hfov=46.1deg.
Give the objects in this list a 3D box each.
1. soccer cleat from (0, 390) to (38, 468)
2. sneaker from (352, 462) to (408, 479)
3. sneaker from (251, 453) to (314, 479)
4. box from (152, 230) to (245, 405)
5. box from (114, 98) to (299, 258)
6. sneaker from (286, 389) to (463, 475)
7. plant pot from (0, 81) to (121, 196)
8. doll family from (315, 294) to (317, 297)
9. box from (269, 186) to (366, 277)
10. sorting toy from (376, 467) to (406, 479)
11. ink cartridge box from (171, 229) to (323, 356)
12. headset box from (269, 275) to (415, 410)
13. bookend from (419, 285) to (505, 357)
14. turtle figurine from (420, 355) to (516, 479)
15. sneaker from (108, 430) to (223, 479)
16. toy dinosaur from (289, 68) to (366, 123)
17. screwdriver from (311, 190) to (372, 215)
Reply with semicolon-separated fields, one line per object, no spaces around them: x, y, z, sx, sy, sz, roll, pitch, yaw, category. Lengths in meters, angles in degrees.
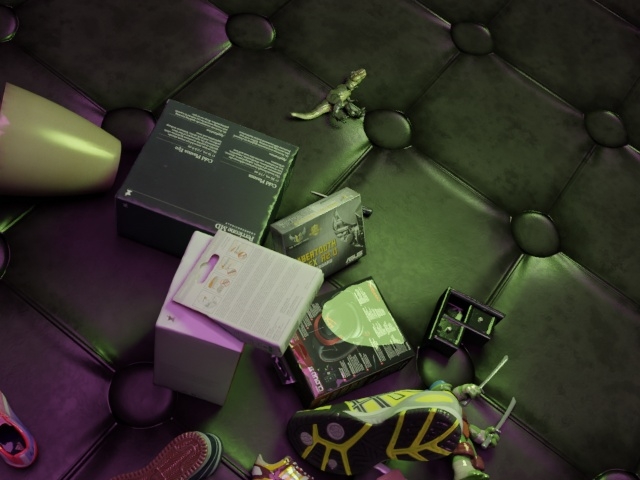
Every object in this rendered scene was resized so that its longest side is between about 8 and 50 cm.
-0.651;0.350;1.494;0.083;0.095;0.248;-38;76;-28;soccer cleat
0.180;0.587;1.562;0.296;0.104;0.147;28;60;10;sneaker
-0.051;0.495;1.572;0.186;0.069;0.083;11;65;-8;sneaker
-0.229;0.172;1.549;0.168;0.345;0.215;19;59;-3;box
-0.269;-0.119;1.799;0.343;0.179;0.312;21;58;-1;box
0.116;0.394;1.583;0.385;0.147;0.145;-7;102;21;sneaker
-0.616;-0.206;1.747;0.274;0.256;0.256;12;58;-25;plant pot
-0.105;0.130;1.731;0.193;0.111;0.076;-11;52;-21;doll family
0.000;0.000;1.796;0.231;0.183;0.056;-27;40;-26;box
0.141;0.511;1.539;0.083;0.012;0.062;-20;62;-23;sorting toy
-0.132;0.095;1.397;0.225;0.056;0.181;20;57;16;ink cartridge box
0.030;0.237;1.711;0.293;0.110;0.218;-20;68;-23;headset box
0.343;0.220;1.819;0.156;0.072;0.157;27;59;2;bookend
0.349;0.405;1.631;0.275;0.197;0.266;2;48;-8;turtle figurine
-0.318;0.480;1.513;0.282;0.153;0.099;-36;75;4;sneaker
0.050;-0.378;2.093;0.268;0.064;0.118;-38;69;-26;toy dinosaur
0.056;-0.102;1.958;0.170;0.025;0.024;22;59;-2;screwdriver
